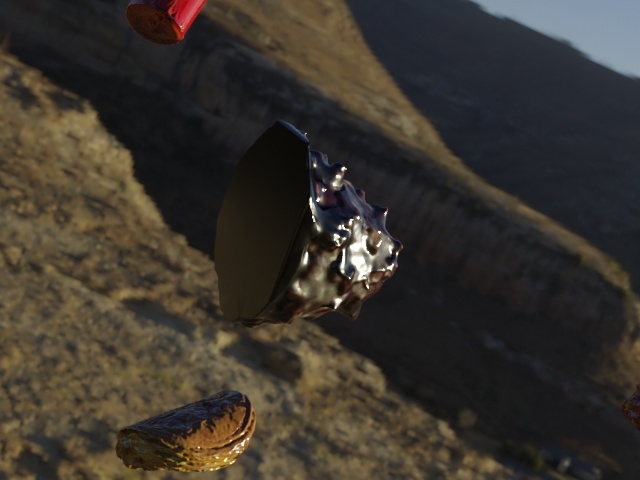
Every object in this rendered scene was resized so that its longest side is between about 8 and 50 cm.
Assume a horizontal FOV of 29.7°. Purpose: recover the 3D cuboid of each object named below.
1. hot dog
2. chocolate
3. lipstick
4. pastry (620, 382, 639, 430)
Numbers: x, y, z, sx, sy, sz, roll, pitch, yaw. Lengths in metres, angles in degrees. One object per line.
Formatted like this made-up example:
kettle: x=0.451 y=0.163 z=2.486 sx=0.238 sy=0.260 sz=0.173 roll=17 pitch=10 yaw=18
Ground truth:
hot dog: x=-0.247 y=0.364 z=2.218 sx=0.196 sy=0.122 sz=0.272 roll=-8 pitch=7 yaw=41
chocolate: x=0.000 y=0.000 z=1.357 sx=0.177 sy=0.224 sz=0.206 roll=15 pitch=14 yaw=-28
lipstick: x=-0.130 y=-0.338 z=1.388 sx=0.073 sy=0.280 sz=0.073 roll=20 pitch=-31 yaw=13
pastry: x=0.352 y=0.106 z=1.005 sx=0.097 sy=0.208 sz=0.115 roll=49 pitch=17 yaw=14
